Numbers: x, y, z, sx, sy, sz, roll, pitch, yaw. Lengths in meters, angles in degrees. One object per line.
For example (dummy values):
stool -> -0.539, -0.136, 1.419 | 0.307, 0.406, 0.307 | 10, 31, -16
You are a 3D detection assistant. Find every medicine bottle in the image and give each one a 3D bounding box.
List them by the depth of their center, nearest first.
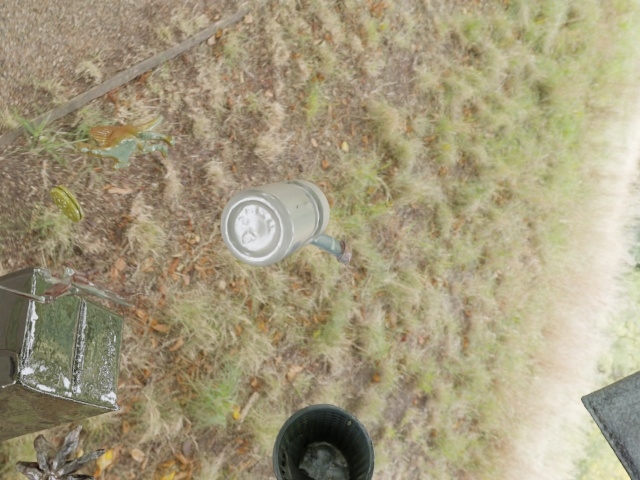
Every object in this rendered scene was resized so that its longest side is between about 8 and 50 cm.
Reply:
medicine bottle -> -0.058, -0.029, 0.679 | 0.168, 0.105, 0.105 | -32, 122, -68

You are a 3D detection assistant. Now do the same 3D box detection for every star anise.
star anise -> -0.381, 0.339, 0.696 | 0.141, 0.042, 0.141 | -1, 82, 7

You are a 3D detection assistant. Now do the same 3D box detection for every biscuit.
biscuit -> -0.529, -0.076, 1.013 | 0.023, 0.084, 0.084 | -43, 120, -34

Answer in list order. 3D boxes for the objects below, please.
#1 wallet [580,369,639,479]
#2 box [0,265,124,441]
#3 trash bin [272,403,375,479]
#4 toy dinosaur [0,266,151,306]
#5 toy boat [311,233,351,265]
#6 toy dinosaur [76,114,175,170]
wallet -> 0.312, 0.176, 0.326 | 0.036, 0.222, 0.167 | 18, 129, -41
box -> -0.579, 0.228, 0.889 | 0.251, 0.345, 0.204 | 58, 19, -56
trash bin -> 0.005, 0.409, 0.883 | 0.175, 0.175, 0.161 | -37, 152, -24
toy dinosaur -> -0.322, 0.064, 0.650 | 0.220, 0.108, 0.032 | 10, 94, -57
toy boat -> -0.001, 0.000, 0.921 | 0.122, 0.096, 0.034 | 26, 109, -9
toy dinosaur -> -0.322, -0.166, 0.802 | 0.142, 0.212, 0.057 | 3, 116, -26
